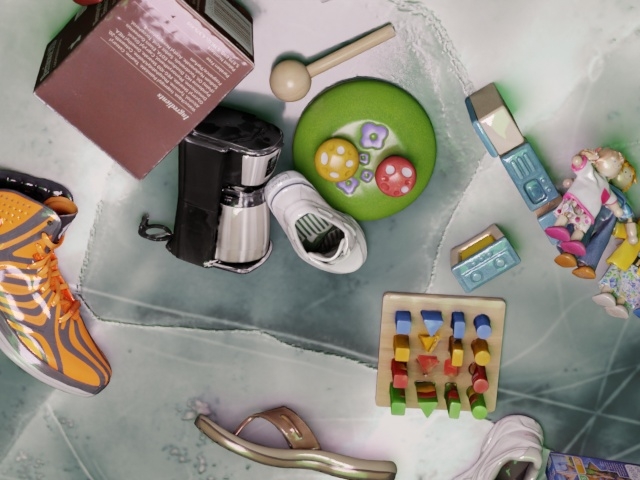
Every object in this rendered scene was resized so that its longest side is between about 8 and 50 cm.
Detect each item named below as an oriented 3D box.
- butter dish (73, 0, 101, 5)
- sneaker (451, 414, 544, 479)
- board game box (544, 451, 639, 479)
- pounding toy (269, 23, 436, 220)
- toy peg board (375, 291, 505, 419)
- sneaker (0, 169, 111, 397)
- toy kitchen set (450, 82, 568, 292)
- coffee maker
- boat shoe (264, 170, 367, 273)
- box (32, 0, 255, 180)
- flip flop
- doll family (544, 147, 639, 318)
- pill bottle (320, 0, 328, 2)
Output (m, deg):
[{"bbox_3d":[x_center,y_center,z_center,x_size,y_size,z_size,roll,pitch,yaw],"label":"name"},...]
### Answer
[{"bbox_3d":[-0.263,-0.361,1.699,0.118,0.160,0.160,-30,105,-14],"label":"butter dish"},{"bbox_3d":[0.223,0.347,1.978,0.090,0.115,0.232,24,107,-8],"label":"sneaker"},{"bbox_3d":[0.375,0.346,1.933,0.136,0.201,0.035,9,109,-2],"label":"board game box"},{"bbox_3d":[0.047,-0.122,1.818,0.183,0.110,0.237,-18,109,6],"label":"pounding toy"},{"bbox_3d":[0.158,0.159,1.933,0.161,0.079,0.161,3,109,-2],"label":"toy peg board"},{"bbox_3d":[-0.348,0.045,1.869,0.180,0.124,0.321,-41,104,14],"label":"sneaker"},{"bbox_3d":[0.200,-0.056,1.835,0.166,0.122,0.207,-31,106,10],"label":"toy kitchen set"},{"bbox_3d":[-0.136,-0.065,1.817,0.171,0.120,0.178,3,121,-6],"label":"coffee maker"},{"bbox_3d":[0.000,0.000,1.819,0.083,0.076,0.226,-36,144,11],"label":"boat shoe"},{"bbox_3d":[-0.202,-0.218,1.738,0.167,0.168,0.203,40,108,-22],"label":"box"},{"bbox_3d":[-0.030,0.264,1.964,0.277,0.112,0.080,12,83,-2],"label":"flip flop"},{"bbox_3d":[0.368,-0.014,1.843,0.263,0.118,0.163,40,69,-21],"label":"doll family"},{"bbox_3d":[0.071,-0.354,1.737,0.186,0.112,0.112,-22,108,7],"label":"pill bottle"}]
